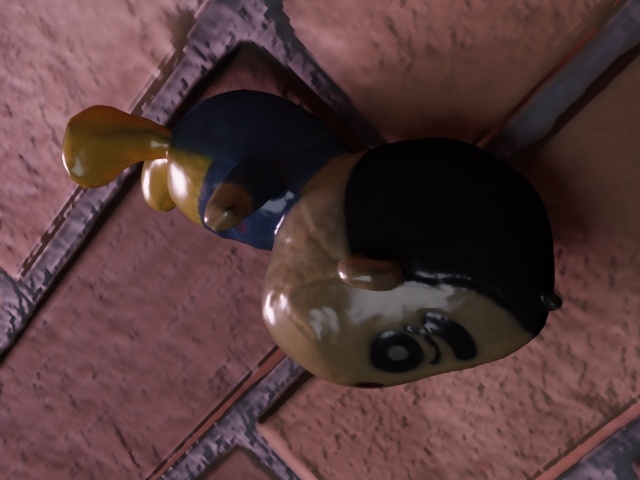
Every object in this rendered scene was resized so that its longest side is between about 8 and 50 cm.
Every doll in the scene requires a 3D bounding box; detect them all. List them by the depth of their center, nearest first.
[{"bbox_3d":[0.000,0.000,0.615,0.179,0.102,0.089,15,87,30],"label":"doll"}]
